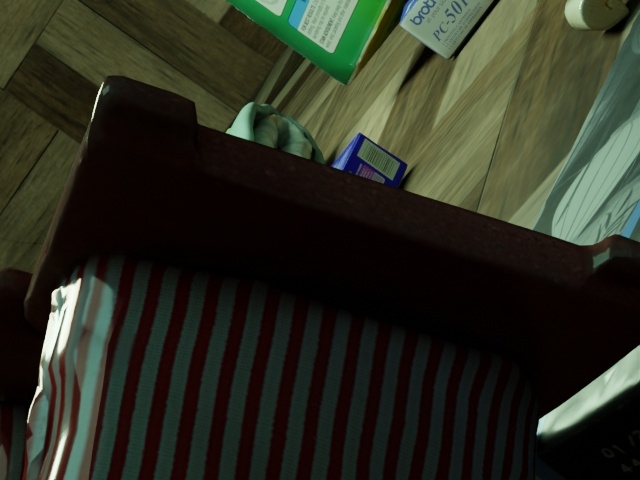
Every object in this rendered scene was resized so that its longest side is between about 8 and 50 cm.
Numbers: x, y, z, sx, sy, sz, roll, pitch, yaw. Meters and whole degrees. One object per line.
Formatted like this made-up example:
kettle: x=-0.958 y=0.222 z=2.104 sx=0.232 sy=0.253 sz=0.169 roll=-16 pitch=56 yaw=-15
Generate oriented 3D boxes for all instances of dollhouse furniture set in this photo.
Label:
dollhouse furniture set: x=-0.138 y=0.071 z=0.322 sx=0.152 sy=0.374 sz=0.201 roll=128 pitch=153 yaw=-54

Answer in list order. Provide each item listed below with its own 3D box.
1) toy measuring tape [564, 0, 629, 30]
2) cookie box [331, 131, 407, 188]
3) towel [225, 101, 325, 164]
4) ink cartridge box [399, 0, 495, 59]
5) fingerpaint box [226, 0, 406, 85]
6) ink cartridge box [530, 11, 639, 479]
toy measuring tape: x=0.138 y=-0.268 z=0.905 sx=0.121 sy=0.121 sz=0.330 roll=-137 pitch=65 yaw=-83
cookie box: x=0.000 y=0.000 z=1.191 sx=0.107 sy=0.040 sz=0.092 roll=-49 pitch=10 yaw=38
towel: x=-0.121 y=0.069 z=1.473 sx=0.320 sy=0.090 sz=0.374 roll=-52 pitch=7 yaw=15
ink cartridge box: x=0.134 y=-0.226 z=1.337 sx=0.207 sy=0.046 sz=0.097 roll=-53 pitch=7 yaw=17
fingerpaint box: x=0.105 y=-0.378 z=1.377 sx=0.371 sy=0.163 sz=0.445 roll=-52 pitch=-4 yaw=-26
ink cartridge box: x=0.134 y=-0.056 z=0.506 sx=0.332 sy=0.065 sz=0.165 roll=-59 pitch=7 yaw=-34
